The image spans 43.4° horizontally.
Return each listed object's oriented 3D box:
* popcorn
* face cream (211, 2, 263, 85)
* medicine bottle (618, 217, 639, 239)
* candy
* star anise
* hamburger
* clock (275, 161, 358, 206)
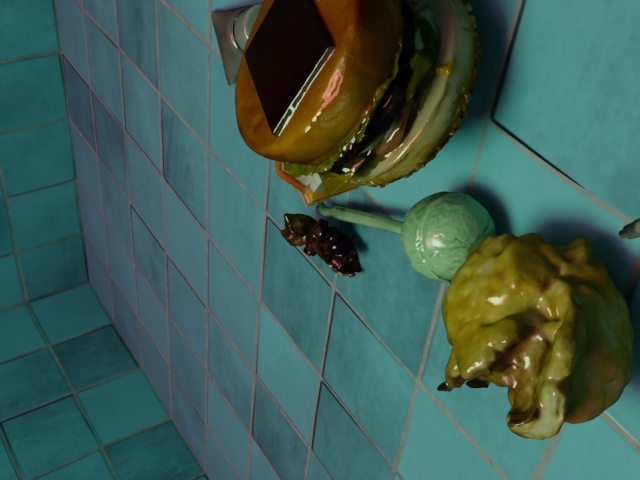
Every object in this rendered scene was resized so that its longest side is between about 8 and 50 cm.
[{"bbox_3d":[0.246,0.101,0.897,0.191,0.190,0.253,-35,36,49],"label":"popcorn"},{"bbox_3d":[-0.142,-0.352,1.412,0.314,0.089,0.143,15,121,66],"label":"face cream"},{"bbox_3d":[0.354,-0.031,0.752,0.199,0.057,0.058,-31,79,61],"label":"medicine bottle"},{"bbox_3d":[0.094,-0.022,1.179,0.440,0.119,0.119,14,119,62],"label":"candy"},{"bbox_3d":[0.000,0.000,1.353,0.168,0.057,0.168,34,165,11],"label":"star anise"},{"bbox_3d":[0.048,-0.200,0.964,0.291,0.225,0.291,-26,56,47],"label":"hamburger"},{"bbox_3d":[0.006,-0.174,1.244,0.220,0.106,0.255,66,156,11],"label":"clock"}]
